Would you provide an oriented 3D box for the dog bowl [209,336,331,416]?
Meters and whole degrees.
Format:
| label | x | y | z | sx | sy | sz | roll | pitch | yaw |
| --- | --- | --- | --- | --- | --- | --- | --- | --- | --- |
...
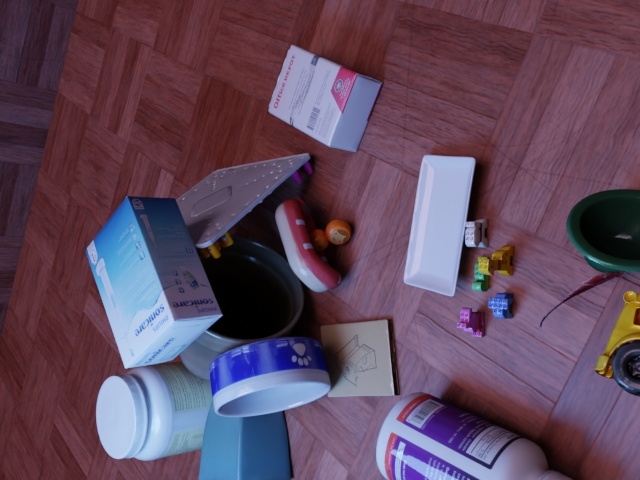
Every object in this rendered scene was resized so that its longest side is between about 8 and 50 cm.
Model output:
| label | x | y | z | sx | sy | sz | roll | pitch | yaw |
| --- | --- | --- | --- | --- | --- | --- | --- | --- | --- |
| dog bowl | -0.113 | 0.310 | 1.443 | 0.265 | 0.265 | 0.104 | -34 | 58 | 38 |

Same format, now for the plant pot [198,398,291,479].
| label | x | y | z | sx | sy | sz | roll | pitch | yaw |
| --- | --- | --- | --- | --- | --- | --- | --- | --- | --- |
| plant pot | -0.188 | 0.475 | 1.595 | 0.165 | 0.165 | 0.234 | -16 | 70 | 43 |

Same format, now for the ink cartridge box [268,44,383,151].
| label | x | y | z | sx | sy | sz | roll | pitch | yaw |
| --- | --- | --- | --- | --- | --- | --- | --- | --- | --- |
| ink cartridge box | 0.006 | -0.333 | 1.497 | 0.237 | 0.100 | 0.172 | 36 | 112 | 39 |

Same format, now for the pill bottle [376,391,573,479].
| label | x | y | z | sx | sy | sz | roll | pitch | yaw |
| --- | --- | --- | --- | --- | --- | --- | --- | --- | --- |
| pill bottle | 0.267 | 0.406 | 1.134 | 0.323 | 0.181 | 0.181 | 17 | 99 | 44 |

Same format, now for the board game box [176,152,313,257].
| label | x | y | z | sx | sy | sz | roll | pitch | yaw |
| --- | --- | --- | --- | --- | --- | --- | --- | --- | --- |
| board game box | -0.259 | -0.078 | 1.585 | 0.390 | 0.390 | 0.050 | -3 | 122 | 44 |

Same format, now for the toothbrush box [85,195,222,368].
| label | x | y | z | sx | sy | sz | roll | pitch | yaw |
| --- | --- | --- | --- | --- | --- | --- | --- | --- | --- |
| toothbrush box | -0.359 | 0.086 | 1.354 | 0.216 | 0.126 | 0.295 | -42 | 63 | 34 |

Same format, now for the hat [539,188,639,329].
| label | x | y | z | sx | sy | sz | roll | pitch | yaw |
| --- | --- | --- | --- | --- | --- | --- | --- | --- | --- |
| hat | 0.480 | 0.038 | 1.055 | 0.208 | 0.183 | 0.173 | 5 | 49 | 18 |

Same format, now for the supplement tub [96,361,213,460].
| label | x | y | z | sx | sy | sz | roll | pitch | yaw |
| --- | --- | --- | --- | --- | --- | --- | --- | --- | --- |
| supplement tub | -0.386 | 0.437 | 1.672 | 0.235 | 0.325 | 0.235 | -4 | 84 | 44 |

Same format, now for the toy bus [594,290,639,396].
| label | x | y | z | sx | sy | sz | roll | pitch | yaw |
| --- | --- | --- | --- | --- | --- | --- | --- | --- | --- |
| toy bus | 0.542 | 0.144 | 0.927 | 0.220 | 0.149 | 0.211 | 14 | 81 | 42 |

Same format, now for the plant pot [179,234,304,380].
| label | x | y | z | sx | sy | sz | roll | pitch | yaw |
| --- | --- | --- | --- | --- | --- | --- | --- | --- | --- |
| plant pot | -0.233 | 0.193 | 1.586 | 0.323 | 0.323 | 0.280 | 58 | 141 | 30 |

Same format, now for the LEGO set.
| label | x | y | z | sx | sy | sz | roll | pitch | yaw |
| --- | --- | --- | --- | --- | --- | --- | --- | --- | --- |
| LEGO set | 0.302 | 0.069 | 1.183 | 0.087 | 0.093 | 0.227 | 0 | 87 | 44 |

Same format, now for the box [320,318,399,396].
| label | x | y | z | sx | sy | sz | roll | pitch | yaw |
| --- | --- | --- | --- | --- | --- | --- | --- | --- | --- |
| box | 0.085 | 0.266 | 1.435 | 0.201 | 0.021 | 0.164 | -13 | 78 | 43 |

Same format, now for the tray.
| label | x | y | z | sx | sy | sz | roll | pitch | yaw |
| --- | --- | --- | --- | --- | --- | --- | --- | --- | --- |
| tray | 0.243 | -0.033 | 1.283 | 0.145 | 0.030 | 0.270 | 14 | 98 | 55 |

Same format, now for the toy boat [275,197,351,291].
| label | x | y | z | sx | sy | sz | roll | pitch | yaw |
| --- | --- | --- | --- | --- | --- | --- | --- | --- | --- |
| toy boat | 0.000 | 0.000 | 1.476 | 0.151 | 0.151 | 0.231 | -23 | 69 | 10 |
